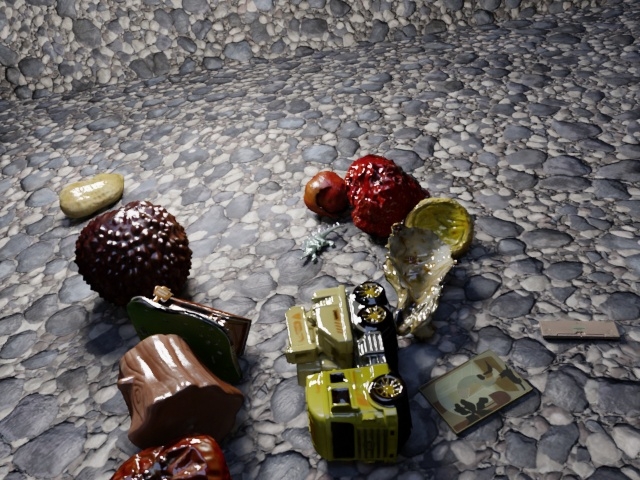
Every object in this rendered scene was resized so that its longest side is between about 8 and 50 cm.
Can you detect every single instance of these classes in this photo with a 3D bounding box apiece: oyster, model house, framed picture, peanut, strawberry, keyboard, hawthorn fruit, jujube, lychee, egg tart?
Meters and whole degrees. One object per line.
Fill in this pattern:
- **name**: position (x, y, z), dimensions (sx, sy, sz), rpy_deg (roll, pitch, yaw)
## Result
- **oyster**: position (0.256, 0.099, 1.414), dimensions (0.198, 0.133, 0.336), rpy_deg (5, 45, 0)
- **model house**: position (-0.291, 0.196, 1.353), dimensions (0.294, 0.206, 0.154), rpy_deg (11, 39, 24)
- **framed picture**: position (0.332, 0.321, 1.211), dimensions (0.201, 0.010, 0.136), rpy_deg (-23, 40, -17)
- **peanut**: position (-0.809, -0.169, 2.001), dimensions (0.253, 0.122, 0.137), rpy_deg (-32, 33, -29)
- **strawberry**: position (0.176, -0.126, 1.656), dimensions (0.220, 0.274, 0.274), rpy_deg (-53, 43, 8)
- **keyboard**: position (0.595, 0.209, 1.293), dimensions (0.166, 0.017, 0.055), rpy_deg (-1, 34, 11)
- **hawthorn fruit**: position (0.033, -0.139, 1.770), dimensions (0.172, 0.148, 0.148), rpy_deg (32, 51, 16)
- **jujube**: position (-0.271, 0.469, 1.007), dimensions (0.232, 0.212, 0.213), rpy_deg (-22, 39, -21)
- **lychee**: position (-0.505, 0.041, 1.538), dimensions (0.306, 0.306, 0.330), rpy_deg (-25, 68, -19)
- **egg tart**: position (0.329, -0.030, 1.563), dimensions (0.192, 0.191, 0.074), rpy_deg (-6, 0, 5)

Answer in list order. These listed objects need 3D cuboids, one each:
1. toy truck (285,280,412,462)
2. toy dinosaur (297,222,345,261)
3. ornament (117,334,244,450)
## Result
- **toy truck**: position (0.054, 0.267, 1.205), dimensions (0.254, 0.180, 0.405), rpy_deg (-7, 37, 0)
- **toy dinosaur**: position (0.000, -0.002, 1.674), dimensions (0.082, 0.039, 0.209), rpy_deg (25, 48, 38)
- **ornament**: position (-0.310, 0.328, 1.186), dimensions (0.236, 0.221, 0.218), rpy_deg (-16, 33, -29)
